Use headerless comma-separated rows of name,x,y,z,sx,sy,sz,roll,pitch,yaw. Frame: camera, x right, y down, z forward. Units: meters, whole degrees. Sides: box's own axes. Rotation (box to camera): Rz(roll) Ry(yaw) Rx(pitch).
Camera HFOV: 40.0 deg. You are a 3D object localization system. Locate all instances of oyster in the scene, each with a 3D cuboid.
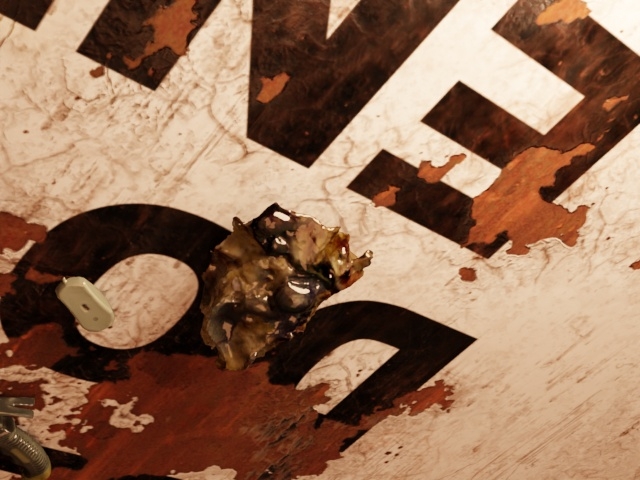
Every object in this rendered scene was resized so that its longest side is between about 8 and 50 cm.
oyster,-0.094,0.087,1.306,0.221,0.096,0.361,31,126,-24

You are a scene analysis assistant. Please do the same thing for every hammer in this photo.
hammer,-0.528,0.343,1.501,0.159,0.041,0.226,-17,135,5

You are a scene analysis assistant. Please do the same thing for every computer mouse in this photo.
computer mouse,-0.349,0.088,1.302,0.056,0.032,0.110,-25,124,9

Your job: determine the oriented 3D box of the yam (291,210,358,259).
yam,0.000,0.000,1.303,0.032,0.032,0.145,-38,129,22
